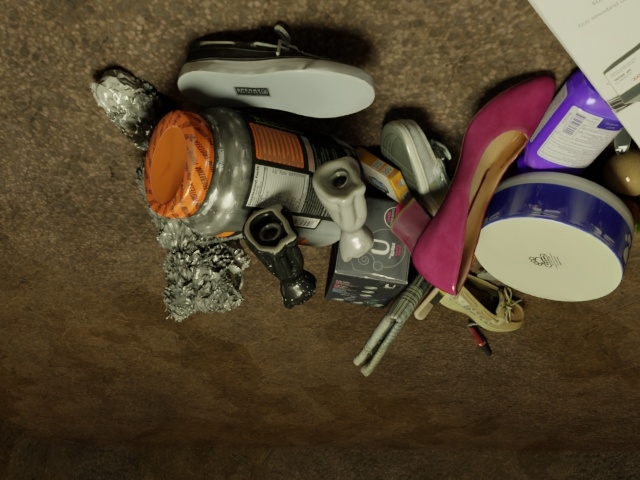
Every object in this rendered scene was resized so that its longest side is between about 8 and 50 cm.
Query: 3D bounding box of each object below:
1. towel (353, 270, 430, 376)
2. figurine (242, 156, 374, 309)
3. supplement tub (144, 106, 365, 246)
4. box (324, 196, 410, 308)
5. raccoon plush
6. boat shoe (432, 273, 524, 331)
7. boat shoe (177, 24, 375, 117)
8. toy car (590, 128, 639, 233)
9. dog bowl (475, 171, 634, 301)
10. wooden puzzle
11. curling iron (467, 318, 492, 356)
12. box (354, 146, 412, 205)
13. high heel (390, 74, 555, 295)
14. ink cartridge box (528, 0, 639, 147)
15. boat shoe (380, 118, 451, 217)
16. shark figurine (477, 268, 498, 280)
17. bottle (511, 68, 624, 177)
[{"bbox_3d":[0.195,0.138,1.349,0.056,0.312,0.324,33,146,11],"label":"towel"},{"bbox_3d":[0.000,0.000,0.947,0.214,0.092,0.209,-37,145,-13],"label":"figurine"},{"bbox_3d":[-0.105,-0.102,0.992,0.337,0.207,0.207,7,151,-41],"label":"supplement tub"},{"bbox_3d":[0.097,0.032,1.221,0.143,0.165,0.270,9,164,-1],"label":"box"},{"bbox_3d":[-0.291,-0.047,1.084,0.216,0.299,0.446,-22,138,33],"label":"raccoon plush"},{"bbox_3d":[0.419,0.155,1.491,0.285,0.105,0.089,20,145,-22],"label":"boat shoe"},{"bbox_3d":[-0.065,-0.265,0.919,0.306,0.105,0.113,3,154,13],"label":"boat shoe"},{"bbox_3d":[0.561,-0.123,1.082,0.154,0.149,0.189,13,122,8],"label":"toy car"},{"bbox_3d":[0.421,-0.001,1.079,0.264,0.104,0.265,21,152,12],"label":"dog bowl"},{"bbox_3d":[0.298,0.047,1.258,0.044,0.221,0.239,35,145,13],"label":"wooden puzzle"},{"bbox_3d":[0.485,0.293,1.749,0.068,0.035,0.274,-9,144,17],"label":"curling iron"},{"bbox_3d":[0.111,-0.126,1.116,0.028,0.136,0.081,-43,139,-5],"label":"box"},{"bbox_3d":[0.290,-0.088,0.975,0.127,0.181,0.377,18,117,-46],"label":"high heel"},{"bbox_3d":[0.356,-0.303,0.664,0.166,0.286,0.394,-27,136,36],"label":"ink cartridge box"},{"bbox_3d":[0.207,-0.122,1.114,0.103,0.118,0.320,-41,135,-3],"label":"boat shoe"},{"bbox_3d":[0.480,0.044,1.321,0.166,0.116,0.278,5,148,-5],"label":"shark figurine"},{"bbox_3d":[0.423,-0.169,1.026,0.118,0.092,0.283,14,145,-6],"label":"bottle"}]
